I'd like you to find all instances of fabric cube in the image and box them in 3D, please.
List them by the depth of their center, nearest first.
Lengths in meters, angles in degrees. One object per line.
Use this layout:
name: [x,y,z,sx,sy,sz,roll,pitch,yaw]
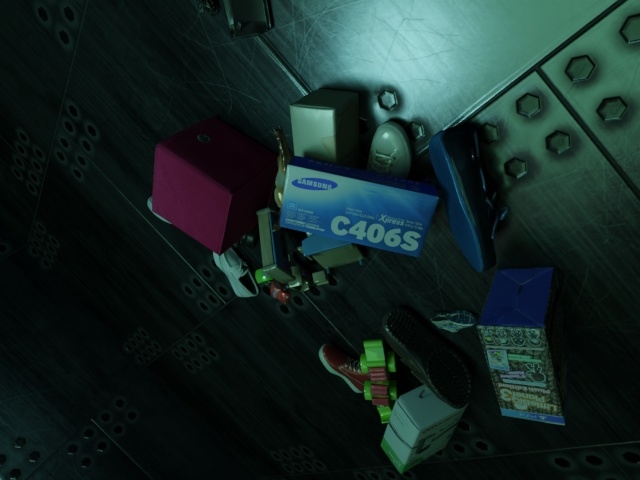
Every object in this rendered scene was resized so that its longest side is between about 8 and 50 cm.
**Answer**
fabric cube: [-0.307,-0.165,1.297,0.258,0.254,0.259,33,134,10]

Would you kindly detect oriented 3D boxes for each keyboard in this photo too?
keyboard: [-0.227,-0.654,1.041,0.202,0.033,0.317,6,124,23]

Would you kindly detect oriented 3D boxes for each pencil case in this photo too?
pencil case: [0.258,-0.095,1.098,0.070,0.064,0.151,23,133,-3]

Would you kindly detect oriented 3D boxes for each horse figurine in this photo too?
horse figurine: [-0.093,-0.154,1.167,0.066,0.174,0.263,3,89,-1]

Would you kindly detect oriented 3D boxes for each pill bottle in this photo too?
pill bottle: [-0.314,-0.048,1.462,0.219,0.122,0.122,18,132,3]

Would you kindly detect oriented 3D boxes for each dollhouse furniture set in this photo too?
dollhouse furniture set: [0.000,0.000,1.336,0.304,0.198,0.286,-16,155,15]

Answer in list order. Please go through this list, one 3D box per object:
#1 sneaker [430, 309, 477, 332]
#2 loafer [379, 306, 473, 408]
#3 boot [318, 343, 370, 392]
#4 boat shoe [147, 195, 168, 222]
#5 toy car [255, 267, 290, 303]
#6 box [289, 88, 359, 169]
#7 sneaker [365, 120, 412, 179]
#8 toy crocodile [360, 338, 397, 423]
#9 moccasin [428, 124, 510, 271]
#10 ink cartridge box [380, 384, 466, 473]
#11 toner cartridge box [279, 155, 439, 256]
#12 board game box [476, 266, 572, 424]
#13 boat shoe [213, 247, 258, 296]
sneaker: [0.392,0.237,1.269,0.135,0.052,0.058,-4,129,44]
loafer: [0.326,0.358,1.362,0.366,0.134,0.130,51,162,5]
boot: [0.125,0.443,1.572,0.244,0.088,0.176,42,135,-11]
boat shoe: [-0.483,-0.101,1.587,0.303,0.109,0.094,27,118,3]
toy car: [-0.181,0.114,1.506,0.225,0.053,0.238,-33,67,61]
box: [0.019,-0.211,1.120,0.121,0.148,0.310,14,130,24]
sneaker: [0.155,-0.145,1.092,0.106,0.123,0.290,19,129,25]
toy crocodile: [0.196,0.462,1.444,0.115,0.105,0.340,-3,120,12]
moccasin: [0.352,-0.092,0.980,0.137,0.117,0.341,-128,16,-69]
ink cartridge box: [0.335,0.607,1.441,0.121,0.211,0.289,49,146,41]
toner cartridge box: [0.086,-0.081,1.040,0.348,0.075,0.165,12,119,4]
board game box: [0.506,0.247,1.063,0.141,0.232,0.290,-5,119,36]
boat shoe: [-0.304,0.105,1.619,0.084,0.095,0.258,-2,130,31]
